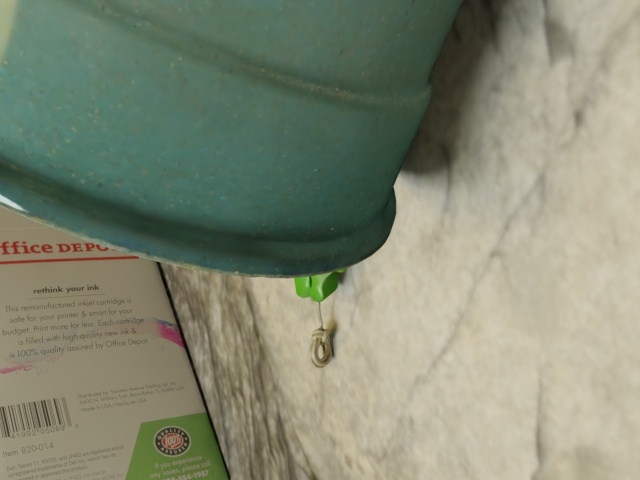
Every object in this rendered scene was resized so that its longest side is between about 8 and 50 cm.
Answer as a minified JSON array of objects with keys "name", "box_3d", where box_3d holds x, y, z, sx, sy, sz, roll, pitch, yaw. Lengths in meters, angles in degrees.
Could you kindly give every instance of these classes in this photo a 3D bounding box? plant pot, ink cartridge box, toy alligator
[{"name":"plant pot","box_3d":[-0.037,-0.218,0.409,0.341,0.341,0.334,51,122,39]},{"name":"ink cartridge box","box_3d":[-0.250,0.103,0.792,0.119,0.207,0.353,-49,54,42]},{"name":"toy alligator","box_3d":[0.000,0.000,0.576,0.051,0.056,0.189,-6,105,31]}]
